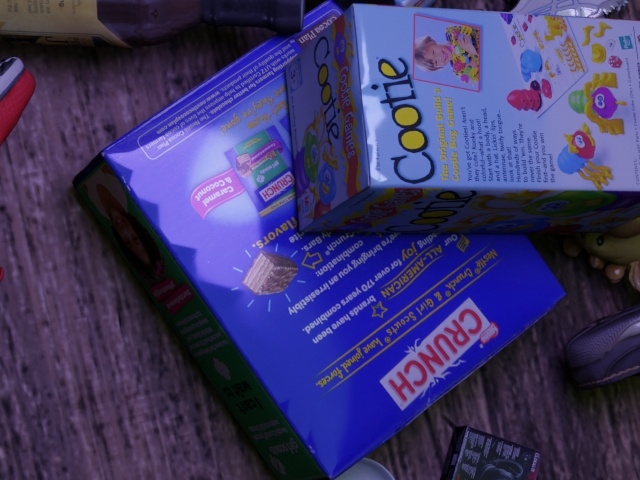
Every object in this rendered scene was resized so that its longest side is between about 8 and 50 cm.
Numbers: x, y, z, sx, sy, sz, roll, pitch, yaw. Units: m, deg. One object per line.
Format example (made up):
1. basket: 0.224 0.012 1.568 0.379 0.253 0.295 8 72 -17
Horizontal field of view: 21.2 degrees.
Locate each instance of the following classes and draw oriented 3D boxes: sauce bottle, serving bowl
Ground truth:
1. sauce bottle: -0.183 -0.207 1.355 0.344 0.111 0.111 4 80 2
2. serving bowl: 0.026 0.224 1.437 0.083 0.027 0.083 3 80 -16

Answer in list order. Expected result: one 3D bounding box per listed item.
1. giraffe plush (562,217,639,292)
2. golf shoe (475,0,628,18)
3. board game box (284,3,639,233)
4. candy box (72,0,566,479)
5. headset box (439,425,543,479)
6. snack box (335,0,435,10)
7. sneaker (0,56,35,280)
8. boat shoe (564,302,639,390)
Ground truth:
1. giraffe plush: 0.274 -0.058 1.508 0.170 0.181 0.210 -51 132 -7
2. golf shoe: 0.213 -0.215 1.546 0.176 0.069 0.086 -34 86 -20
3. board game box: 0.129 -0.089 1.339 0.275 0.142 0.144 1 76 -23
4. candy box: 0.000 0.000 1.416 0.268 0.122 0.317 -35 91 -21
5. headset box: 0.150 0.202 1.476 0.083 0.032 0.062 20 77 -14
6. snack box: -0.003 -0.325 1.434 0.322 0.060 0.187 38 62 13
7. sneaker: -0.295 -0.015 1.358 0.118 0.107 0.279 34 76 -28
8. boat shoe: 0.390 0.097 1.515 0.355 0.132 0.130 -11 84 -17
